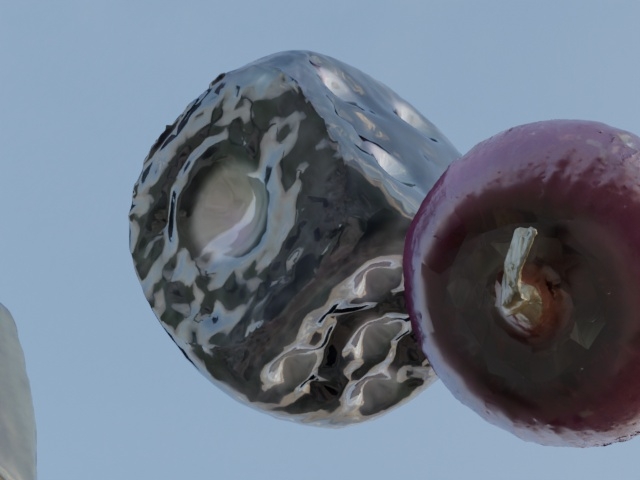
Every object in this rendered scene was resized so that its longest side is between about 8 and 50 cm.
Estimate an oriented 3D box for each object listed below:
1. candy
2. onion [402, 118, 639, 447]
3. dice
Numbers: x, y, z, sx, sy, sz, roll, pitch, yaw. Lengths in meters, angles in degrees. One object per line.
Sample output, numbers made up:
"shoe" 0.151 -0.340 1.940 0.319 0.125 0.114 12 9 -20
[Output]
"candy" -0.293 0.136 1.417 0.102 0.234 0.104 -32 -36 17
"onion" 0.129 0.025 0.946 0.177 0.153 0.177 16 -47 18
"dice" 0.000 0.000 1.144 0.183 0.182 0.181 21 -59 -46
